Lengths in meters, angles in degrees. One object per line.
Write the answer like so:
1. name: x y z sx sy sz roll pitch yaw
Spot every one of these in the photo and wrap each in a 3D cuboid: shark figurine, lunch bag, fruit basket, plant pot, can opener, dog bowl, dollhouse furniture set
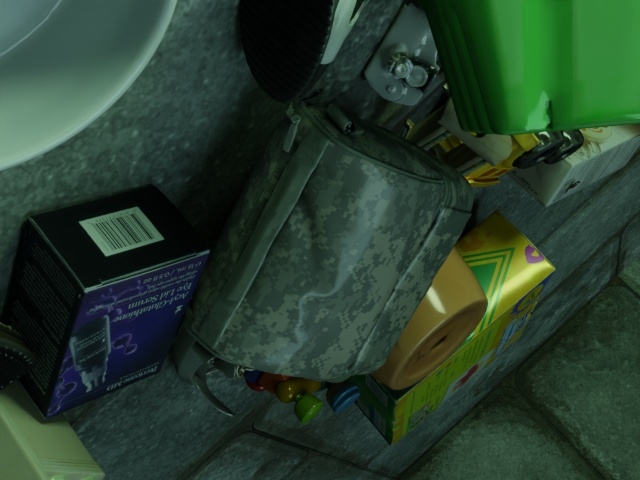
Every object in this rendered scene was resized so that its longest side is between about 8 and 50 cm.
1. shark figurine: -0.145 0.154 1.231 0.166 0.116 0.278 -18 145 -41
2. lunch bag: 0.000 0.000 1.032 0.305 0.212 0.256 -60 155 15
3. fruit basket: 0.221 -0.277 0.769 0.283 0.392 0.392 -5 153 3
4. plant pot: 0.119 0.091 1.417 0.291 0.203 0.291 -35 156 -18
5. can opener: 0.141 -0.273 1.028 0.280 0.074 0.093 -57 -173 33
6. dog bowl: -0.223 -0.168 0.574 0.265 0.104 0.265 -35 155 -19
7. dollhouse furniture set: 0.166 -0.149 1.188 0.182 0.101 0.161 -29 -151 56

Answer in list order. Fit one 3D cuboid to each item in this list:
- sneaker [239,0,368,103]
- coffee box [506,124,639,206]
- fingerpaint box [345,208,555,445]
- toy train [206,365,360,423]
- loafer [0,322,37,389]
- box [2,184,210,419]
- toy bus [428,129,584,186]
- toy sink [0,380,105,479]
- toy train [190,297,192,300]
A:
1. sneaker: 0.033 -0.261 0.793 0.146 0.122 0.330 -19 148 -39
2. coffee box: 0.415 -0.165 1.525 0.246 0.141 0.098 -24 150 -38
3. fingerpaint box: 0.228 0.183 1.767 0.371 0.163 0.445 -38 161 -11
4. toy train: -0.056 0.233 1.456 0.248 0.143 0.105 -14 143 -48
5. loafer: -0.340 0.080 0.834 0.080 0.078 0.220 -33 151 4
6. box: -0.228 0.063 0.950 0.153 0.108 0.207 -20 147 -42
7. toy bus: 0.244 -0.140 1.318 0.211 0.149 0.220 -40 163 29
8. toy sink: -0.331 0.250 0.946 0.153 0.234 0.131 -45 156 3
9. toy train: -0.138 0.073 1.129 0.158 0.036 0.027 27 118 -34
